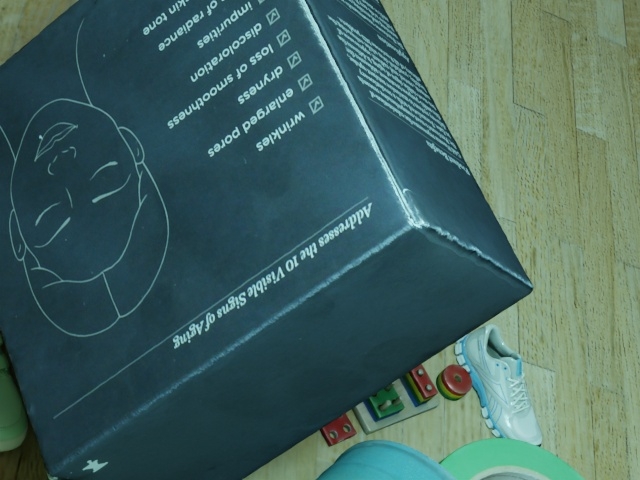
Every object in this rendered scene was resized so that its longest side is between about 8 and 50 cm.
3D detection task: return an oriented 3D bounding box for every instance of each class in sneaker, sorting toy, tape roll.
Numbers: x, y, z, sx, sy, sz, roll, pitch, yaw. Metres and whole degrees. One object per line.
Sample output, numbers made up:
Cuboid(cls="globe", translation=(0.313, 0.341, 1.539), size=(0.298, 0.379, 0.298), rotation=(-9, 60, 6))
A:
Cuboid(cls="sneaker", translation=(-0.395, 0.108, 1.602), size=(0.094, 0.151, 0.256), rotation=(-22, 74, -41))
Cuboid(cls="sorting toy", translation=(0.083, 0.179, 1.914), size=(0.274, 0.046, 0.132), rotation=(-15, 68, -37))
Cuboid(cls="sneaker", translation=(0.259, 0.202, 1.982), size=(0.071, 0.083, 0.190), rotation=(-17, 71, -40))
Cuboid(cls="tape roll", translation=(0.250, 0.416, 1.834), size=(0.321, 0.077, 0.321), rotation=(16, 52, -22))

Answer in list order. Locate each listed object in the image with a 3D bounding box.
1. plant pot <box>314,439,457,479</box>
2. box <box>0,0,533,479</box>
Cuboid(cls="plant pot", translation=(0.024, 0.397, 1.575), size=(0.255, 0.271, 0.271), rotation=(-26, 75, -41))
Cuboid(cls="box", translation=(-0.110, -0.041, 1.558), size=(0.297, 0.480, 0.472), rotation=(27, 34, -55))
